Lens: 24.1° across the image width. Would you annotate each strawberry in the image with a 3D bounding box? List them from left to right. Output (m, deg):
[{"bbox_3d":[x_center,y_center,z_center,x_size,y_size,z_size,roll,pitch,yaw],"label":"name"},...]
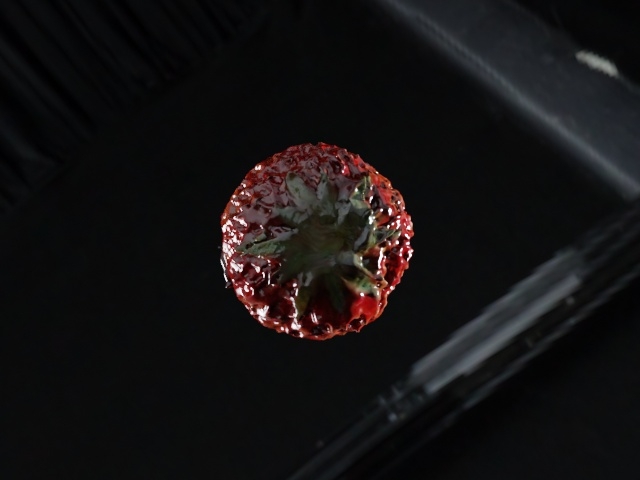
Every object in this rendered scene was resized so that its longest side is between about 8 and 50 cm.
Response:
[{"bbox_3d":[0.000,0.000,1.050,0.145,0.145,0.086,-44,-179,-12],"label":"strawberry"}]
